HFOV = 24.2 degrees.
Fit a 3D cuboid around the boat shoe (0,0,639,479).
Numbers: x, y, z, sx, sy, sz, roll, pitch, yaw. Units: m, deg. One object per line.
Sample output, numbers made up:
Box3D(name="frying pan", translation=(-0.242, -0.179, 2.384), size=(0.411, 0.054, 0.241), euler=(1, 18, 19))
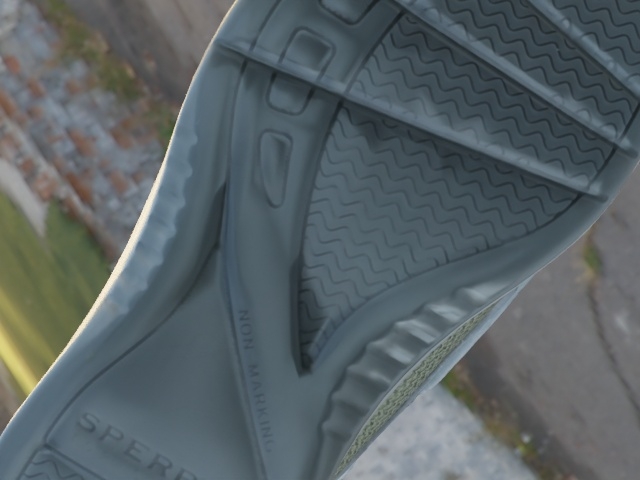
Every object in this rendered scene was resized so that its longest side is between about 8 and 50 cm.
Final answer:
Box3D(name="boat shoe", translation=(0.001, 0.003, 0.456), size=(0.118, 0.320, 0.103), euler=(33, -179, -2))
